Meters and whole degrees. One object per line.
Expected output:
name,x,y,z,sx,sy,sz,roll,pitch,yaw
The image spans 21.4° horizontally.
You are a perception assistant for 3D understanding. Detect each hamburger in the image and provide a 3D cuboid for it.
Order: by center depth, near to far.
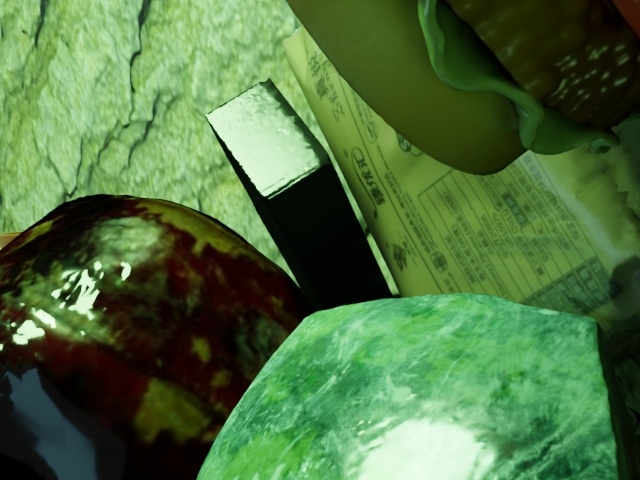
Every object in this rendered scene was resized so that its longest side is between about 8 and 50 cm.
hamburger,0.103,-0.175,0.688,0.212,0.274,0.274,-30,77,24

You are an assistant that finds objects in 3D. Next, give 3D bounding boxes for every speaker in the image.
speaker,0.000,0.000,1.029,0.082,0.044,0.218,53,174,37

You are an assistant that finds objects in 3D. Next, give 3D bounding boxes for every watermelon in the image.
watermelon,0.091,0.202,0.863,0.228,0.258,0.387,-24,58,16

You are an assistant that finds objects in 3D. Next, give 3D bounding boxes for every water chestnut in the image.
water chestnut,-0.138,0.158,1.062,0.335,0.347,0.335,18,140,17

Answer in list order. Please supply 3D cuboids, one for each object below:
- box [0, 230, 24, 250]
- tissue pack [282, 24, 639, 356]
box,-0.237,0.246,1.388,0.344,0.122,0.385,-45,66,29
tissue pack,0.099,-0.053,0.919,0.215,0.123,0.256,-40,69,53
